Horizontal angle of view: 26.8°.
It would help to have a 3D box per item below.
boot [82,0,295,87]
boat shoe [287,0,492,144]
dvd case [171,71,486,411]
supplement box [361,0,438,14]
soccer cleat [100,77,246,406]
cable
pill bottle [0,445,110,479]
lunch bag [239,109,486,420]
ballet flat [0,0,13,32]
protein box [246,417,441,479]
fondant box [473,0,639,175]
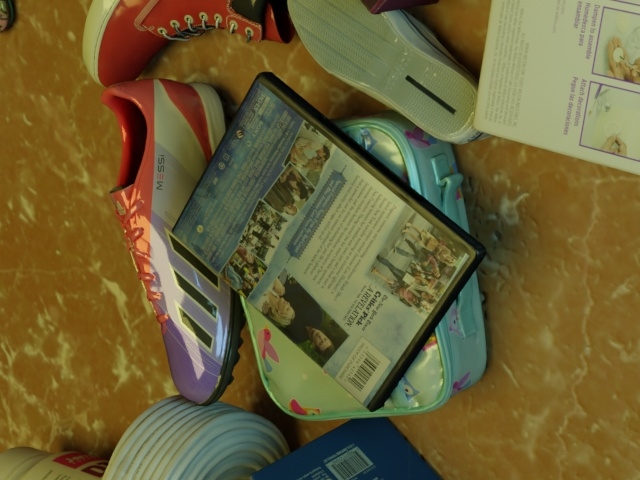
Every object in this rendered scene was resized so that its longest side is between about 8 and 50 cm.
[{"bbox_3d":[-0.119,-0.205,1.282,0.176,0.088,0.244,46,121,16],"label":"boot"},{"bbox_3d":[0.062,-0.154,1.162,0.083,0.076,0.226,-49,66,15],"label":"boat shoe"},{"bbox_3d":[0.000,0.000,1.149,0.253,0.022,0.180,41,117,19],"label":"dvd case"},{"bbox_3d":[0.040,-0.288,1.125,0.081,0.104,0.188,-44,75,35],"label":"supplement box"},{"bbox_3d":[-0.146,0.000,1.280,0.108,0.116,0.318,-19,72,53],"label":"soccer cleat"},{"bbox_3d":[-0.120,0.280,1.300,0.089,0.257,0.257,9,148,33],"label":"cable"},{"bbox_3d":[-0.244,0.321,1.467,0.283,0.160,0.160,10,108,34],"label":"pill bottle"},{"bbox_3d":[0.032,0.019,1.211,0.224,0.108,0.279,-7,98,38],"label":"lunch bag"},{"bbox_3d":[-0.421,-0.319,1.478,0.077,0.079,0.221,-34,82,37],"label":"ballet flat"},{"bbox_3d":[0.029,0.294,1.229,0.201,0.200,0.136,47,125,17],"label":"protein box"},{"bbox_3d":[0.288,-0.163,0.979,0.330,0.096,0.238,20,113,32],"label":"fondant box"}]
